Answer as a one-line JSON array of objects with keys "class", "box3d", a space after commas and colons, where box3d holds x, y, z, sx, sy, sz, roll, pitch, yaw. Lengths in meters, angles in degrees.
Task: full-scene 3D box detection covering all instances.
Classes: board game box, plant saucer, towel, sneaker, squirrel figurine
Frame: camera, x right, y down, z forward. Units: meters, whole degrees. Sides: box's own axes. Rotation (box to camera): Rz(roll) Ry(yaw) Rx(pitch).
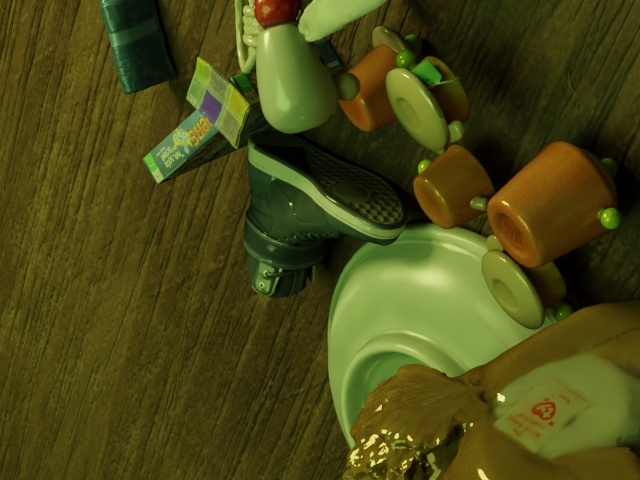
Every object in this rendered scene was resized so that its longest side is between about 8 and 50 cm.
[{"class": "board game box", "box3d": [-0.082, -0.132, 2.050, 0.201, 0.136, 0.035, -36, 83, 52]}, {"class": "plant saucer", "box3d": [0.128, 0.182, 2.019, 0.400, 0.100, 0.401, 26, 128, 38]}, {"class": "towel", "box3d": [-0.203, -0.224, 2.191, 0.029, 0.067, 0.119, 7, 115, 49]}, {"class": "sneaker", "box3d": [0.001, -0.001, 2.059, 0.226, 0.086, 0.163, 33, 124, 44]}, {"class": "squirrel figurine", "box3d": [0.211, 0.281, 1.826, 0.396, 0.281, 0.370, -4, 132, 20]}, {"class": "towel", "box3d": [-0.100, -0.135, 1.949, 0.083, 0.009, 0.060, 47, 139, 20]}]

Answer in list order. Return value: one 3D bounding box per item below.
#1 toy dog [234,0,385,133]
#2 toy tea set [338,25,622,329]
[{"class": "toy dog", "box3d": [0.008, -0.281, 1.826, 0.220, 0.161, 0.334, -111, 17, -61]}, {"class": "toy tea set", "box3d": [0.156, -0.087, 1.845, 0.336, 0.124, 0.200, 51, 162, 15]}]
